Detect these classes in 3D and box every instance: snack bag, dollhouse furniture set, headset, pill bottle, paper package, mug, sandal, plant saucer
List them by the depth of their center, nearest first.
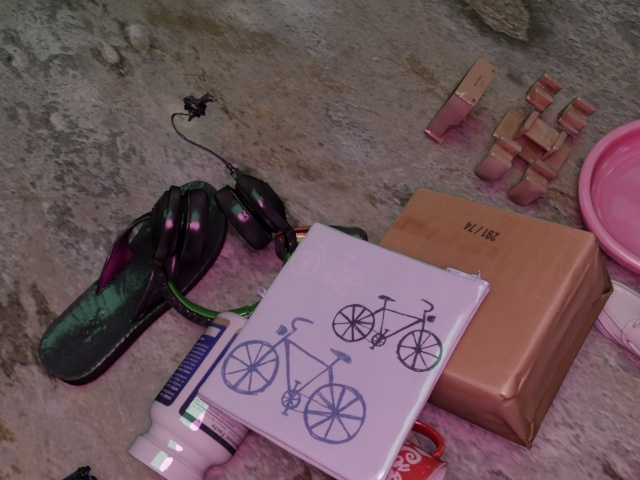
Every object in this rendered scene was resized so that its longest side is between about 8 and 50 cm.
[{"bbox_3d":[0.085,0.310,1.086,0.169,0.150,0.113,31,106,26],"label":"mug"},{"bbox_3d":[0.028,0.144,1.096,0.323,0.037,0.342,20,67,32],"label":"snack bag"},{"bbox_3d":[0.233,0.102,1.180,0.325,0.168,0.309,18,62,40],"label":"paper package"},{"bbox_3d":[-0.173,0.256,1.207,0.153,0.153,0.264,28,68,20],"label":"pill bottle"},{"bbox_3d":[-0.178,-0.048,1.306,0.244,0.394,0.185,-13,17,-9],"label":"headset"},{"bbox_3d":[0.612,-0.063,1.324,0.332,0.084,0.332,-3,61,5],"label":"plant saucer"},{"bbox_3d":[-0.322,0.060,1.360,0.168,0.107,0.445,29,68,20],"label":"sandal"},{"bbox_3d":[0.343,-0.204,1.432,0.242,0.161,0.212,36,70,0],"label":"dollhouse furniture set"}]

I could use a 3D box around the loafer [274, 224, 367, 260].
[{"bbox_3d":[0.000,0.000,1.379,0.170,0.061,0.062,-10,60,1],"label":"loafer"}]

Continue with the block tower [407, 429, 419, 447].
[{"bbox_3d":[0.132,0.392,1.129,0.097,0.091,0.335,-19,61,-2],"label":"block tower"}]

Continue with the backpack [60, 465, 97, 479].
[{"bbox_3d":[-0.374,0.428,1.176,0.105,0.084,0.114,-29,57,-8],"label":"backpack"}]

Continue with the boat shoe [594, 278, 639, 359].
[{"bbox_3d":[0.529,0.154,1.211,0.096,0.088,0.267,-29,62,-9],"label":"boat shoe"}]
